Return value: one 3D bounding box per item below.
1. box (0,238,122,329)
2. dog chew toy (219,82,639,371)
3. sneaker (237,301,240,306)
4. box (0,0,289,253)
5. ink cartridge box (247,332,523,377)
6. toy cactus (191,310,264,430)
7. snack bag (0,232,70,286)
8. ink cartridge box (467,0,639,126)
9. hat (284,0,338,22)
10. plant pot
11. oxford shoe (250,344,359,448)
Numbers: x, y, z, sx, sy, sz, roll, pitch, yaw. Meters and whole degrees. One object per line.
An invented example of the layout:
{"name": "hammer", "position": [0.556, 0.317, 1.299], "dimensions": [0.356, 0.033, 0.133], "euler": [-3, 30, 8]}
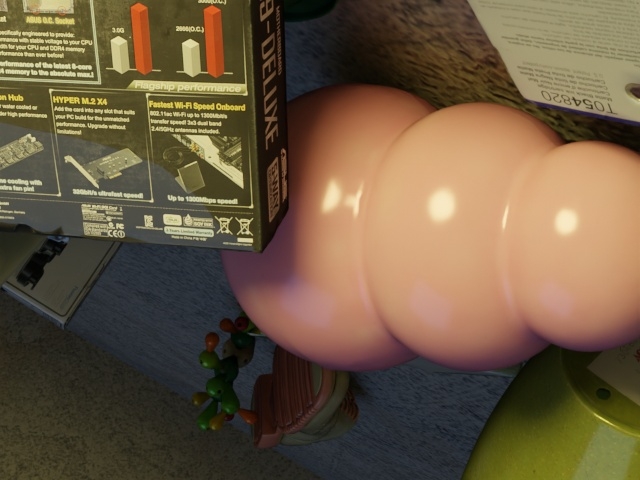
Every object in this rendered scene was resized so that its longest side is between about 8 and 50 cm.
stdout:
{"name": "box", "position": [-0.448, -0.016, 1.726], "dimensions": [0.290, 0.169, 0.087], "euler": [32, 163, -5]}
{"name": "dog chew toy", "position": [0.089, -0.005, 0.796], "dimensions": [0.332, 0.207, 0.206], "euler": [5, 150, 41]}
{"name": "sneaker", "position": [-0.035, 0.098, 1.497], "dimensions": [0.162, 0.073, 0.063], "euler": [33, 163, -5]}
{"name": "box", "position": [-0.177, -0.124, 0.702], "dimensions": [0.307, 0.076, 0.242], "euler": [4, 116, 11]}
{"name": "ink cartridge box", "position": [0.065, 0.094, 1.206], "dimensions": [0.235, 0.056, 0.171], "euler": [15, 171, -23]}
{"name": "toy cactus", "position": [-0.127, 0.187, 1.817], "dimensions": [0.112, 0.219, 0.180], "euler": [14, -158, 6]}
{"name": "snack bag", "position": [-0.366, -0.087, 1.118], "dimensions": [0.323, 0.342, 0.037], "euler": [30, 142, 6]}
{"name": "ink cartridge box", "position": [0.157, -0.129, 0.558], "dimensions": [0.223, 0.045, 0.224], "euler": [18, 160, 39]}
{"name": "hat", "position": [-0.117, -0.137, 0.766], "dimensions": [0.208, 0.183, 0.173], "euler": [11, 152, 50]}
{"name": "plant pot", "position": [0.251, 0.179, 0.979], "dimensions": [0.274, 0.275, 0.293], "euler": [25, 145, 21]}
{"name": "oxford shoe", "position": [-0.005, 0.232, 1.809], "dimensions": [0.146, 0.140, 0.397], "euler": [3, 164, -14]}
